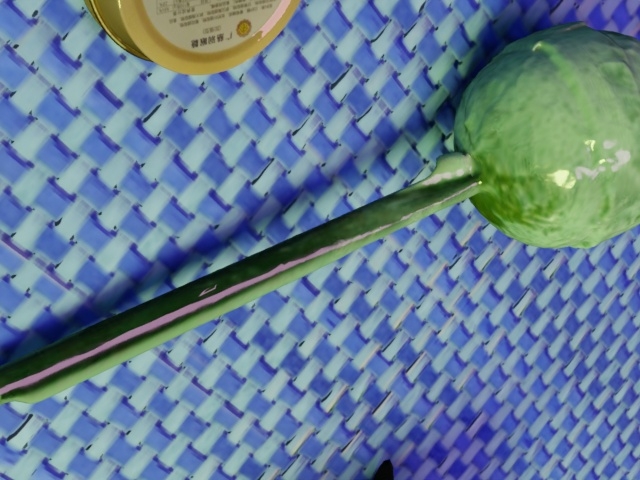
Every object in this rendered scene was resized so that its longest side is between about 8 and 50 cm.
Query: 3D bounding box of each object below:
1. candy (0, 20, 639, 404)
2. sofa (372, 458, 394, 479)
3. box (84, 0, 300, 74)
[{"bbox_3d":[0.000,0.000,0.692,0.439,0.119,0.119,-23,130,-20],"label":"candy"},{"bbox_3d":[0.005,0.283,0.795,0.258,0.182,0.200,-21,129,-32],"label":"sofa"},{"bbox_3d":[-0.052,-0.123,0.591,0.105,0.037,0.106,-22,128,-31],"label":"box"}]
